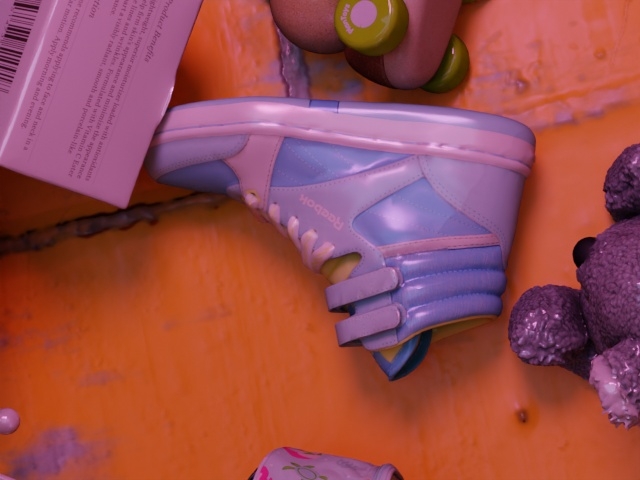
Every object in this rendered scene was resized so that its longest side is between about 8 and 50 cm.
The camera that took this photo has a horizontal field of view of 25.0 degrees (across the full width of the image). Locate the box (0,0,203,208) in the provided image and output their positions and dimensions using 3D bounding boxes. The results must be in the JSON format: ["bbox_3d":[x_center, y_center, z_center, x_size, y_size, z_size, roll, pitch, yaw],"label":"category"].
[{"bbox_3d":[-0.207,-0.138,1.144,0.182,0.119,0.180,20,90,56],"label":"box"}]

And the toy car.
[{"bbox_3d":[0.015,-0.203,1.130,0.188,0.155,0.148,15,89,27],"label":"toy car"}]

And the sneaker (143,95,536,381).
[{"bbox_3d":[0.000,0.000,1.121,0.319,0.127,0.208,4,85,15],"label":"sneaker"}]

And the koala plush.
[{"bbox_3d":[0.247,0.042,1.004,0.203,0.221,0.196,35,94,14],"label":"koala plush"}]

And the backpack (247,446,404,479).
[{"bbox_3d":[0.007,0.280,1.046,0.191,0.225,0.253,3,76,11],"label":"backpack"}]

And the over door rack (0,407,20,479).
[{"bbox_3d":[-0.266,0.268,1.153,0.324,0.108,0.239,28,111,2],"label":"over door rack"}]
